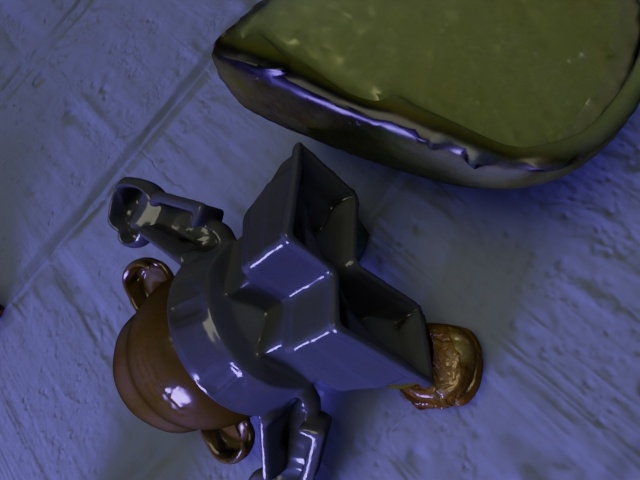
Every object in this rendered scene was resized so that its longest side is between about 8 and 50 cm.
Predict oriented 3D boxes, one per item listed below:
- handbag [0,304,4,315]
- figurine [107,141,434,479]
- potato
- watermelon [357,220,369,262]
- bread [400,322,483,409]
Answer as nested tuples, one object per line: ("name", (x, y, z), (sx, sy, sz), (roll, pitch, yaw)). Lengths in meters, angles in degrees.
("handbag", (-0.659, 0.143, 0.865), (0.410, 0.116, 0.303), (17, 80, 30))
("figurine", (-0.075, 0.080, 0.545), (0.285, 0.167, 0.342), (-34, 60, 28))
("potato", (0.130, -0.156, 0.555), (0.280, 0.212, 0.330), (40, 82, 15))
("watermelon", (0.005, -0.002, 0.628), (0.085, 0.072, 0.092), (-25, 100, 4))
("bread", (0.101, 0.108, 0.536), (0.083, 0.046, 0.081), (-37, 53, 12))
